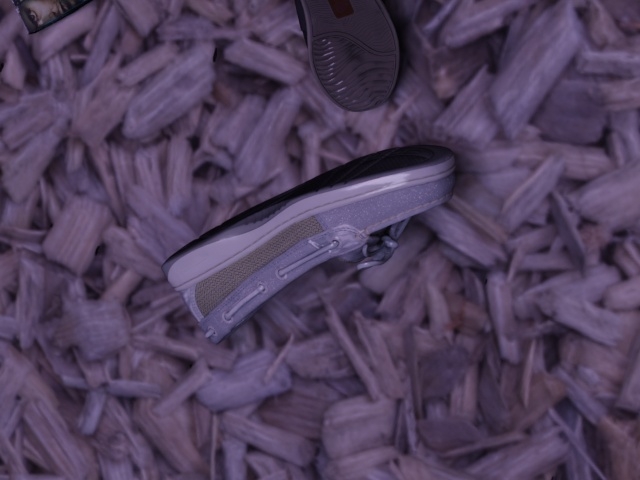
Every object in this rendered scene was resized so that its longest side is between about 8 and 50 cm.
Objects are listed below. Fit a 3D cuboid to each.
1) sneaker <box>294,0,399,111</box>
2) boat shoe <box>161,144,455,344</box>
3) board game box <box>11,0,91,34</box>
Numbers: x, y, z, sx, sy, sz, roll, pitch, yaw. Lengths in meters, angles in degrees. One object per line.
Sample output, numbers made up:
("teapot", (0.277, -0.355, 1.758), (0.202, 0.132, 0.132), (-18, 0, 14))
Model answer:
("sneaker", (0.016, -0.230, 1.756), (0.083, 0.118, 0.222), (-14, 126, 6))
("boat shoe", (-0.002, 0.001, 1.791), (0.320, 0.118, 0.103), (-24, 98, 29))
("board game box", (-0.271, -0.308, 1.876), (0.126, 0.026, 0.186), (-27, 91, 25))
